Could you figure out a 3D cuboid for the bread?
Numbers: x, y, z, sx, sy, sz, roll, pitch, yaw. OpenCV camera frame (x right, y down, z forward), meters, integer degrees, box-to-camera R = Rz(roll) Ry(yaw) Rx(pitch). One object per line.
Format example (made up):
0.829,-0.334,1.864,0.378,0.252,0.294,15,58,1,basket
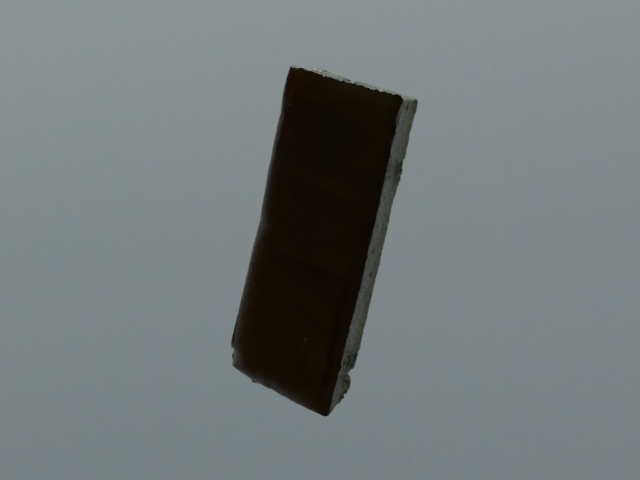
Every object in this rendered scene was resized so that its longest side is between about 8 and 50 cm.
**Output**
0.000,0.000,1.316,0.138,0.077,0.361,19,-75,23,bread
